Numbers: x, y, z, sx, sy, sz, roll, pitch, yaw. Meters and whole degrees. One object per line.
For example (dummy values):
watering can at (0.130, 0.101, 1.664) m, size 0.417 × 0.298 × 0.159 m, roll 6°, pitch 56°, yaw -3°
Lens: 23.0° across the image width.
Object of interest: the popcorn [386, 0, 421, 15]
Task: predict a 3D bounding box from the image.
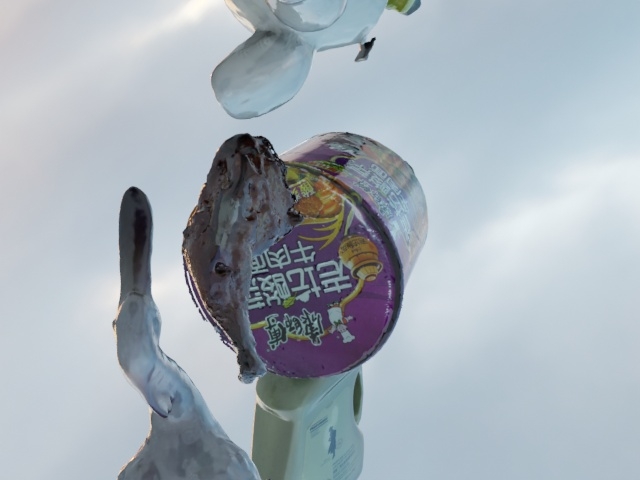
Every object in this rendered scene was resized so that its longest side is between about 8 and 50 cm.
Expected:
popcorn at (0.058, -0.409, 1.788) m, size 0.293 × 0.293 × 0.237 m, roll -26°, pitch 177°, yaw 38°

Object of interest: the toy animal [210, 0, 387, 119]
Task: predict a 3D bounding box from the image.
toy animal at (0.004, -0.251, 1.290) m, size 0.208 × 0.154 × 0.325 m, roll 125°, pitch -18°, yaw -44°

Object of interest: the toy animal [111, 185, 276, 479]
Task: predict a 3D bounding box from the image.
toy animal at (-0.075, 0.153, 0.916) m, size 0.090 × 0.324 × 0.195 m, roll -13°, pitch -140°, yaw 11°

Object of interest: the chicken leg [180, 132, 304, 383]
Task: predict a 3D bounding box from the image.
chicken leg at (-0.066, 0.009, 1.261) m, size 0.053 × 0.093 × 0.205 m, roll 138°, pitch -32°, yaw -71°

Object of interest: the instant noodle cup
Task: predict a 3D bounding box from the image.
instant noodle cup at (0.000, 0.000, 1.727) m, size 0.251 × 0.251 × 0.190 m, roll -32°, pitch -172°, yaw 29°

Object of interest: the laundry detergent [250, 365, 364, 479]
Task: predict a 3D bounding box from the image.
laundry detergent at (-0.009, 0.203, 1.899) m, size 0.091 × 0.253 × 0.181 m, roll 24°, pitch -143°, yaw 35°
